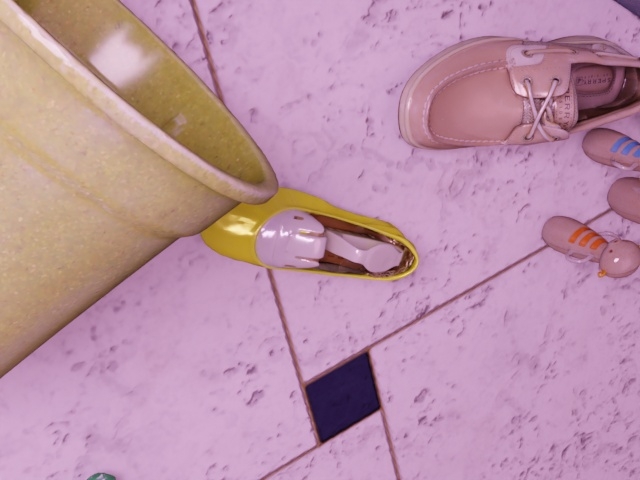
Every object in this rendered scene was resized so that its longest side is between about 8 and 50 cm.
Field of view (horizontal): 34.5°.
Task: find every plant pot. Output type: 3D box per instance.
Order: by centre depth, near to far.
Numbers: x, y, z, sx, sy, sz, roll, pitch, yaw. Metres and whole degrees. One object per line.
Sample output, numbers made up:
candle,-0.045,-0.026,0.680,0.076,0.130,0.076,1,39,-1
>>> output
plant pot,-0.212,-0.036,0.635,0.254,0.276,0.276,-45,129,9

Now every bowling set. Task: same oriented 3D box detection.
bowling set,0.383,-0.090,1.137,0.287,0.154,0.199,-27,122,-22

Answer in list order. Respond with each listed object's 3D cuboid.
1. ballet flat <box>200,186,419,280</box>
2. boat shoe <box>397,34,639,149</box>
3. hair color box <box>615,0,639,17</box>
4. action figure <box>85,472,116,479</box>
ballet flat,0.000,0.000,0.971,0.231,0.077,0.077,10,104,-36
boat shoe,0.218,-0.147,1.039,0.302,0.098,0.109,-13,116,-29
hair color box,0.288,-0.357,0.988,0.374,0.114,0.185,19,99,-37
action figure,-0.212,0.328,0.961,0.063,0.137,0.232,-9,108,-56
